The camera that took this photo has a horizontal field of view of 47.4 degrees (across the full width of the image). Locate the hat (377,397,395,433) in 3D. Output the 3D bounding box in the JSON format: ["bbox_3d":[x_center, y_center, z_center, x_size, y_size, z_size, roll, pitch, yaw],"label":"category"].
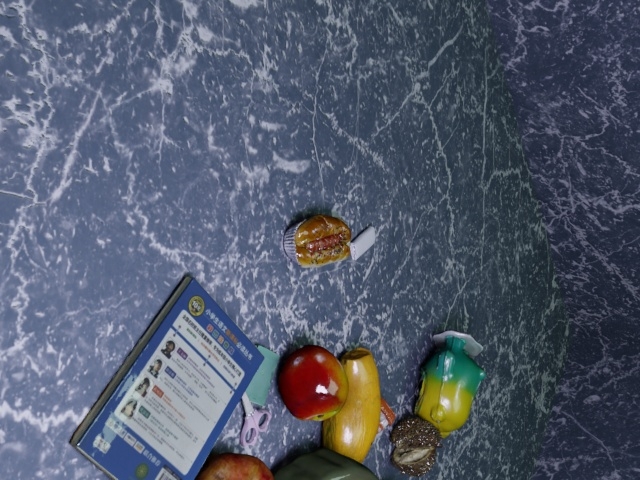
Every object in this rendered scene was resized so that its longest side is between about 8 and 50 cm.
[{"bbox_3d":[0.145,0.559,2.219,0.112,0.093,0.162,53,52,-9],"label":"hat"}]

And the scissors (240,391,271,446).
[{"bbox_3d":[-0.176,0.412,1.775,0.110,0.021,0.212,-45,134,-36],"label":"scissors"}]

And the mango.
[{"bbox_3d":[0.096,0.487,2.093,0.187,0.144,0.359,40,58,-53],"label":"mango"}]

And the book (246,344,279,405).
[{"bbox_3d":[-0.154,0.337,1.822,0.103,0.017,0.135,37,65,-50],"label":"book"}]

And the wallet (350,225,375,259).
[{"bbox_3d":[0.129,0.008,2.209,0.122,0.025,0.061,-40,131,-47],"label":"wallet"}]

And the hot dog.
[{"bbox_3d":[0.000,0.000,1.974,0.268,0.075,0.144,-7,101,-53],"label":"hot dog"}]

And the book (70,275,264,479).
[{"bbox_3d":[-0.303,0.330,1.554,0.300,0.039,0.428,55,50,-31],"label":"book"}]

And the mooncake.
[{"bbox_3d":[-0.003,0.710,1.880,0.351,0.187,0.351,-6,101,-35],"label":"mooncake"}]

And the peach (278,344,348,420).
[{"bbox_3d":[-0.021,0.364,1.888,0.197,0.197,0.197,-6,98,-55],"label":"peach"}]

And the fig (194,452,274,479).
[{"bbox_3d":[-0.199,0.569,1.648,0.205,0.205,0.205,-6,98,-55],"label":"fig"}]

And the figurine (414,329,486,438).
[{"bbox_3d":[0.451,0.504,2.542,0.324,0.231,0.340,64,39,-53],"label":"figurine"}]

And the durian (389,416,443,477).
[{"bbox_3d":[0.324,0.684,2.411,0.196,0.167,0.196,-8,112,-21],"label":"durian"}]
